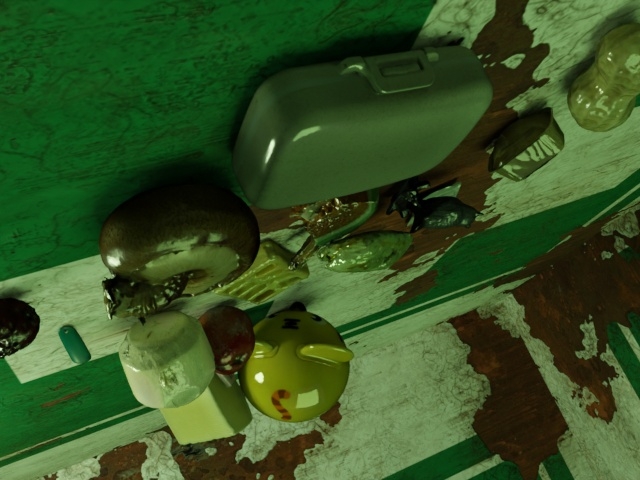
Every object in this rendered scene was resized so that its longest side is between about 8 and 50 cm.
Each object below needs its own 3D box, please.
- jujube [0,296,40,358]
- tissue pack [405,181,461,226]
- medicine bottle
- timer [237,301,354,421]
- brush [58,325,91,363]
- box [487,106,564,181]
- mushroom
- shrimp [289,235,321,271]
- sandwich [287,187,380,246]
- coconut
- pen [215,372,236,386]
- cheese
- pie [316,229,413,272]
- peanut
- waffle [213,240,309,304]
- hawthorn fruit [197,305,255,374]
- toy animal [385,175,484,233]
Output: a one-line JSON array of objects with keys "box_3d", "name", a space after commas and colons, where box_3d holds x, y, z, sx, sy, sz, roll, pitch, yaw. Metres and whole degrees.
[{"box_3d": [-0.565, 0.156, 1.172, 0.166, 0.104, 0.104, -19, 165, 20], "name": "jujube"}, {"box_3d": [0.278, -0.085, 1.666, 0.123, 0.026, 0.193, -22, 162, -5], "name": "tissue pack"}, {"box_3d": [0.063, -0.165, 0.999, 0.375, 0.123, 0.282, -14, 158, -26], "name": "medicine bottle"}, {"box_3d": [-0.081, 0.352, 1.980, 0.376, 0.376, 0.387, -22, 152, -6], "name": "timer"}, {"box_3d": [-0.551, 0.226, 1.498, 0.043, 0.032, 0.193, -15, 149, -14], "name": "brush"}, {"box_3d": [0.428, -0.202, 1.410, 0.111, 0.111, 0.177, -6, 154, -45], "name": "box"}, {"box_3d": [-0.234, 0.012, 1.077, 0.278, 0.163, 0.297, -27, 164, -20], "name": "mushroom"}, {"box_3d": [-0.001, -0.001, 1.500, 0.178, 0.034, 0.124, -52, 167, 19], "name": "shrimp"}, {"box_3d": [0.042, -0.069, 1.321, 0.235, 0.079, 0.159, -32, 161, 25], "name": "sandwich"}, {"box_3d": [-0.352, 0.291, 1.579, 0.224, 0.233, 0.224, -13, -159, 5], "name": "coconut"}, {"box_3d": [-0.298, 0.324, 1.878, 0.032, 0.197, 0.053, -16, -155, 35], "name": "pen"}, {"box_3d": [-0.359, 0.470, 1.988, 0.266, 0.242, 0.124, -22, -167, 38], "name": "cheese"}, {"box_3d": [0.096, 0.027, 1.471, 0.201, 0.089, 0.248, -13, 176, 24], "name": "pie"}, {"box_3d": [0.542, -0.299, 1.247, 0.136, 0.120, 0.298, -27, 160, -7], "name": "peanut"}, {"box_3d": [-0.135, 0.080, 1.555, 0.168, 0.057, 0.274, -28, 162, 10], "name": "waffle"}, {"box_3d": [-0.251, 0.259, 1.734, 0.173, 0.172, 0.173, -22, 162, -7], "name": "hawthorn fruit"}, {"box_3d": [0.259, -0.057, 1.459, 0.210, 0.117, 0.121, 17, 143, -12], "name": "toy animal"}]
